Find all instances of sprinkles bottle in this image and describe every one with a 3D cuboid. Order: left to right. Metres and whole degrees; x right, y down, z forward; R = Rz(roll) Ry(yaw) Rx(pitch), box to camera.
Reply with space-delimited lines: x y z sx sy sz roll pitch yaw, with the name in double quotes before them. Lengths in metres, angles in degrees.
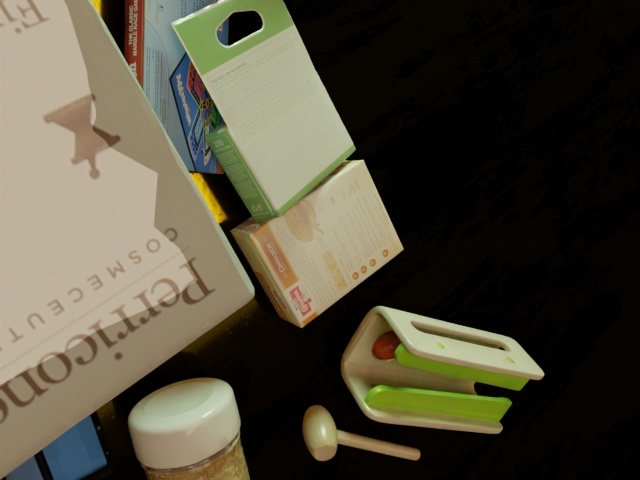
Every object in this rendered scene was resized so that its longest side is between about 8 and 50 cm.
"sprinkles bottle" -0.129 0.350 0.666 0.121 0.121 0.354 -17 104 -27

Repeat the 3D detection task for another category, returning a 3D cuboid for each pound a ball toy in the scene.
"pound a ball toy" 0.138 0.212 0.819 0.320 0.135 0.208 16 112 -30

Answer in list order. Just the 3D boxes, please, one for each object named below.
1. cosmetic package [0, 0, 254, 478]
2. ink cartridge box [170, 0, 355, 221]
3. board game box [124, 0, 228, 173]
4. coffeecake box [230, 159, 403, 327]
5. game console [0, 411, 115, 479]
"cosmetic package" -0.321 -0.055 0.395 0.330 0.327 0.393 -36 112 -22
"ink cartridge box" -0.067 -0.165 0.661 0.171 0.056 0.235 -45 114 -37
"board game box" -0.152 -0.217 0.604 0.145 0.027 0.280 -6 99 -63
"coffeecake box" 0.000 0.000 0.733 0.186 0.068 0.142 -35 111 -22
"game console" -0.287 0.235 0.595 0.071 0.107 0.122 -14 103 1
